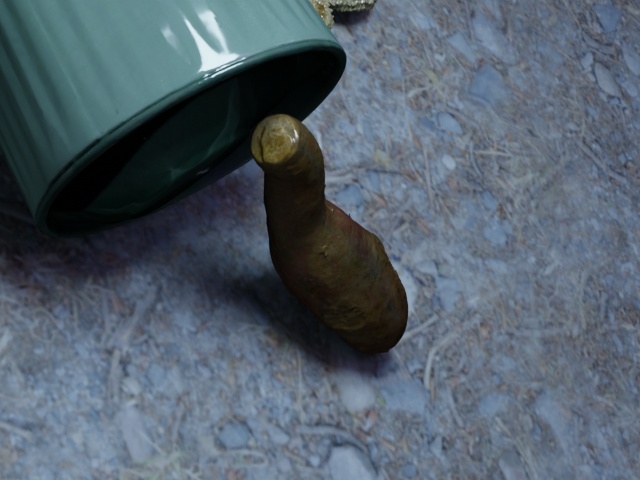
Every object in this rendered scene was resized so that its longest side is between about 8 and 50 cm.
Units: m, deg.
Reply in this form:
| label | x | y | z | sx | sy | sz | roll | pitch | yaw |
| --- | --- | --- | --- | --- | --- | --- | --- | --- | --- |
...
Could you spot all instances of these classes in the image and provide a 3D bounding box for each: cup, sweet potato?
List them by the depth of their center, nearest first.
| label | x | y | z | sx | sy | sz | roll | pitch | yaw |
| --- | --- | --- | --- | --- | --- | --- | --- | --- | --- |
| cup | -0.194 | -0.218 | 1.510 | 0.310 | 0.401 | 0.392 | -29 | 80 | -7 |
| sweet potato | 0.000 | 0.000 | 1.559 | 0.385 | 0.109 | 0.109 | 59 | 29 | -51 |

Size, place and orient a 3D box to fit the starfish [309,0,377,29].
| label | x | y | z | sx | sy | sz | roll | pitch | yaw |
| --- | --- | --- | --- | --- | --- | --- | --- | --- | --- |
| starfish | -0.019 | -0.298 | 1.840 | 0.238 | 0.071 | 0.216 | 14 | 62 | -43 |
